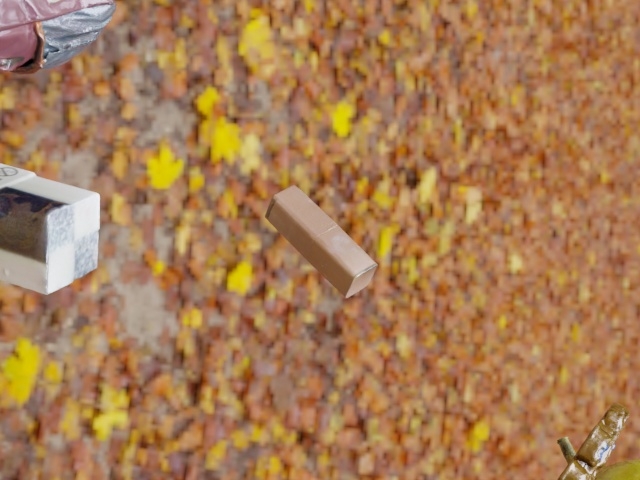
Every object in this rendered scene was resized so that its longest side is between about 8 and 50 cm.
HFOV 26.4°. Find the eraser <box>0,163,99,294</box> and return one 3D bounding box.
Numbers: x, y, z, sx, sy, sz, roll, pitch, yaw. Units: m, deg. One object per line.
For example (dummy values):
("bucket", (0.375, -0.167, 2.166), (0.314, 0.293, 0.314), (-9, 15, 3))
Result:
("eraser", (-0.430, -0.045, 1.481), (0.098, 0.404, 0.096), (-32, 133, -57))

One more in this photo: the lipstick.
("lipstick", (0.000, 0.000, 1.613), (0.045, 0.145, 0.045), (-29, 155, -40))

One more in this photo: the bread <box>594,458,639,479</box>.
("bread", (0.333, 0.365, 1.440), (0.270, 0.148, 0.269), (30, 47, -37))

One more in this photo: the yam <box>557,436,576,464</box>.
("yam", (0.245, 0.227, 1.279), (0.107, 0.014, 0.014), (-109, 175, -46))

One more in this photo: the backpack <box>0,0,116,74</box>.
("backpack", (-0.427, -0.301, 1.567), (0.283, 0.197, 0.317), (53, 46, 2))

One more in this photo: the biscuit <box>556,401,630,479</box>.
("biscuit", (0.232, 0.197, 1.192), (0.124, 0.026, 0.175), (-56, 166, 1))
